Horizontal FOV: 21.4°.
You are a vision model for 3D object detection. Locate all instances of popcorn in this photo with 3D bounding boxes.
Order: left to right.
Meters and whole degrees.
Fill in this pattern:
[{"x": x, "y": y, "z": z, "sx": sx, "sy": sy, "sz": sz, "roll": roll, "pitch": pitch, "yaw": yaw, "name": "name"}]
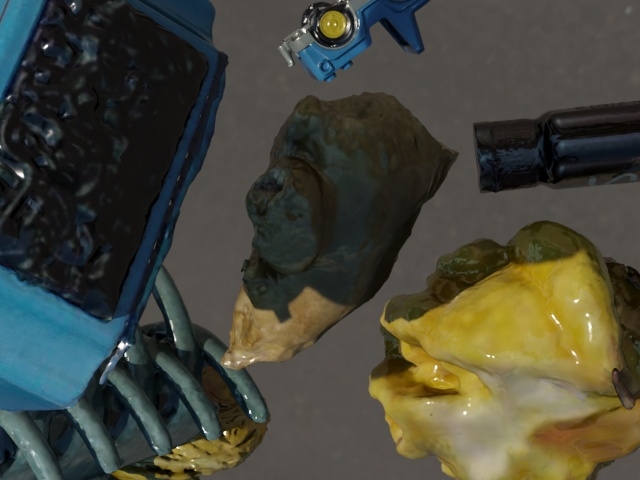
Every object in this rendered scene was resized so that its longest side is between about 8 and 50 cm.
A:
[{"x": 0.211, "y": 0.127, "z": 1.706, "sx": 0.315, "sy": 0.281, "sz": 0.297, "roll": -29, "pitch": 120, "yaw": 23, "name": "popcorn"}]

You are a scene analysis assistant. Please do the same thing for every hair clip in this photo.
[{"x": -0.242, "y": 0.162, "z": 1.482, "sx": 0.238, "sy": 0.318, "sz": 0.392, "roll": -42, "pitch": 69, "yaw": 37, "name": "hair clip"}]

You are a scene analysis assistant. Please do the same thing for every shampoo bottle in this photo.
[{"x": 0.316, "y": -0.098, "z": 1.685, "sx": 0.323, "sy": 0.084, "sz": 0.129, "roll": -6, "pitch": 173, "yaw": 2, "name": "shampoo bottle"}]

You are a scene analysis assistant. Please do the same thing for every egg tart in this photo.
[{"x": -0.171, "y": 0.183, "z": 1.728, "sx": 0.241, "sy": 0.241, "sz": 0.106, "roll": 22, "pitch": 115, "yaw": 19, "name": "egg tart"}]

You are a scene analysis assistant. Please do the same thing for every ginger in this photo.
[{"x": 0.000, "y": 0.000, "z": 1.427, "sx": 0.123, "sy": 0.270, "sz": 0.219, "roll": 27, "pitch": -179, "yaw": 30, "name": "ginger"}]

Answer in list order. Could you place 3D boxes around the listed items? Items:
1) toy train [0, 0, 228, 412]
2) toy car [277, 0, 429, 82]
[{"x": -0.207, "y": -0.041, "z": 1.072, "sx": 0.188, "sy": 0.300, "sz": 0.265, "roll": 30, "pitch": 157, "yaw": -32, "name": "toy train"}, {"x": 0.053, "y": -0.222, "z": 1.734, "sx": 0.100, "sy": 0.191, "sz": 0.097, "roll": 53, "pitch": 179, "yaw": -11, "name": "toy car"}]
